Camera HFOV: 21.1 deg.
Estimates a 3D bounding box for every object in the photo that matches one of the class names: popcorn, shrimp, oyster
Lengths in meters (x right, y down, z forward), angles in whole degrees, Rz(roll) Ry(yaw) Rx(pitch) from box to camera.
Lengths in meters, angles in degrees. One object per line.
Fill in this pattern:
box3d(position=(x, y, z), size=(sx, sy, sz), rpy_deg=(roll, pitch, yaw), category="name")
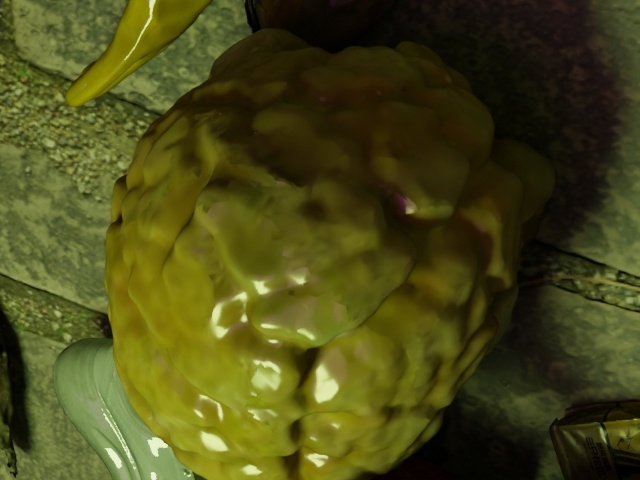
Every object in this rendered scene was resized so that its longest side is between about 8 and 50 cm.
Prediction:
box3d(position=(-0.016, 0.013, 1.408), size=(0.344, 0.354, 0.390), rpy_deg=(39, 88, 15), category="popcorn")
box3d(position=(0.017, -0.232, 1.452), size=(0.262, 0.066, 0.117), rpy_deg=(-37, 89, 42), category="shrimp")
box3d(position=(-0.408, 0.134, 1.978), size=(0.166, 0.094, 0.294), rpy_deg=(12, 132, 54), category="oyster")

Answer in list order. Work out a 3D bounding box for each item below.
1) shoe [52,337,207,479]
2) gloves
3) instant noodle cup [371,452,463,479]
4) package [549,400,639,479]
box3d(position=(-0.143, 0.217, 1.785), size=(0.159, 0.124, 0.316), rpy_deg=(-35, 90, 37), category="shoe")
box3d(position=(-0.151, -0.219, 1.544), size=(0.116, 0.133, 0.294), rpy_deg=(49, 132, 4), category="gloves")
box3d(position=(0.033, 0.285, 1.609), size=(0.192, 0.250, 0.250), rpy_deg=(37, 131, 27), category="instant noodle cup")
box3d(position=(0.268, 0.178, 1.489), size=(0.131, 0.047, 0.071), rpy_deg=(-12, 103, 40), category="package")
